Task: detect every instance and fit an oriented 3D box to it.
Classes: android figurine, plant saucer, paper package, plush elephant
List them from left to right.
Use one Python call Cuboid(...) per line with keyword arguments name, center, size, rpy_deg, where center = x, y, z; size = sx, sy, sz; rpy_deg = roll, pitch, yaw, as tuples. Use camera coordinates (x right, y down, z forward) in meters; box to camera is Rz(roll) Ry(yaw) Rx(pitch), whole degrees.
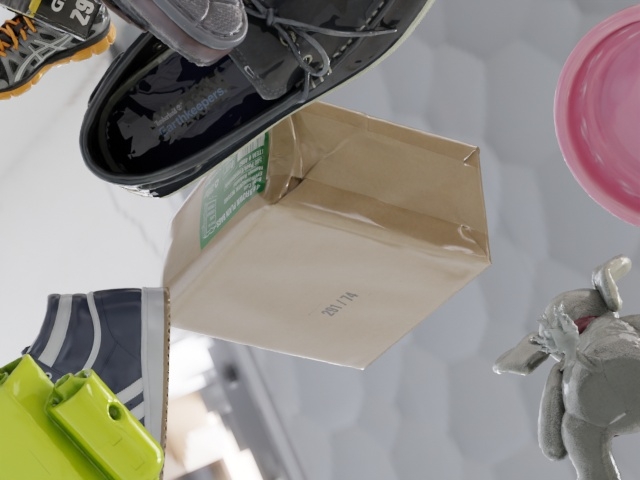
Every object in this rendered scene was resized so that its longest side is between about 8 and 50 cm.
Cuboid(name="android figurine", center=(-0.225, 0.183, 1.153), size=(0.248, 0.273, 0.056), rpy_deg=(-28, -160, 31))
Cuboid(name="paper package", center=(0.000, 0.000, 1.881), size=(0.309, 0.168, 0.325), rpy_deg=(14, 147, -25))
Cuboid(name="plush elephant", center=(0.400, 0.174, 2.225), size=(0.272, 0.330, 0.255), rpy_deg=(-36, -162, 14))
Cuboid(name="plant saucer", center=(0.489, -0.173, 2.128), size=(0.332, 0.332, 0.084), rpy_deg=(-32, -174, 34))

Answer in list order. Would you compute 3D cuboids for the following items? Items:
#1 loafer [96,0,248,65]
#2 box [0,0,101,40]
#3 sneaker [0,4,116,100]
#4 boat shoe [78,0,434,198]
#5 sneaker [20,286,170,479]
Cuboid(name="loafer", center=(-0.181, -0.259, 1.350), size=(0.109, 0.302, 0.095), rpy_deg=(-28, 164, -51))
Cuboid(name="box", center=(-0.291, -0.361, 1.575), size=(0.079, 0.322, 0.257), rpy_deg=(20, 95, -43))
Cuboid(name="sneaker", center=(-0.337, -0.233, 1.795), size=(0.215, 0.084, 0.083), rpy_deg=(-33, 144, -27))
Cuboid(name="boat shoe", center=(-0.052, -0.214, 1.567), size=(0.500, 0.187, 0.156), rpy_deg=(-38, 177, 17))
Cuboid(name="sneaker", center=(-0.237, 0.186, 1.616), size=(0.153, 0.282, 0.099), rpy_deg=(3, 178, -10))
